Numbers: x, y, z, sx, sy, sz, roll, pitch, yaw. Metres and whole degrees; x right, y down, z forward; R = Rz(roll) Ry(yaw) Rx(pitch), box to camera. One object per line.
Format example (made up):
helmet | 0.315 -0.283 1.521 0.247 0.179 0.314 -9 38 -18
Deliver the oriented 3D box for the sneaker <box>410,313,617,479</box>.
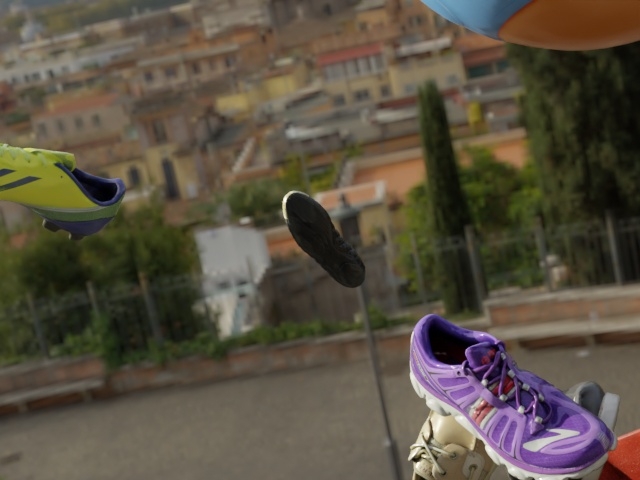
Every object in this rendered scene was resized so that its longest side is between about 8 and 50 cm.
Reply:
sneaker | 0.124 0.106 0.907 0.170 0.071 0.068 28 58 34

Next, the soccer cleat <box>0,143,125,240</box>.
soccer cleat | -0.391 -0.093 1.747 0.121 0.289 0.093 -43 43 26

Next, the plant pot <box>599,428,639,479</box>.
plant pot | 0.332 0.335 1.231 0.267 0.235 0.267 -39 -3 -31

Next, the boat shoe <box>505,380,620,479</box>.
boat shoe | 0.210 0.182 1.205 0.095 0.112 0.335 18 -14 12

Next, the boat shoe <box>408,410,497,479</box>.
boat shoe | 0.176 0.298 1.798 0.098 0.302 0.109 -20 42 -34

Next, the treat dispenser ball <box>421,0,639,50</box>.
treat dispenser ball | 0.150 -0.256 0.780 0.288 0.288 0.288 -12 13 3

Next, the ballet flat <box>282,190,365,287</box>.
ballet flat | 0.000 0.000 1.750 0.057 0.173 0.049 -40 30 -4
